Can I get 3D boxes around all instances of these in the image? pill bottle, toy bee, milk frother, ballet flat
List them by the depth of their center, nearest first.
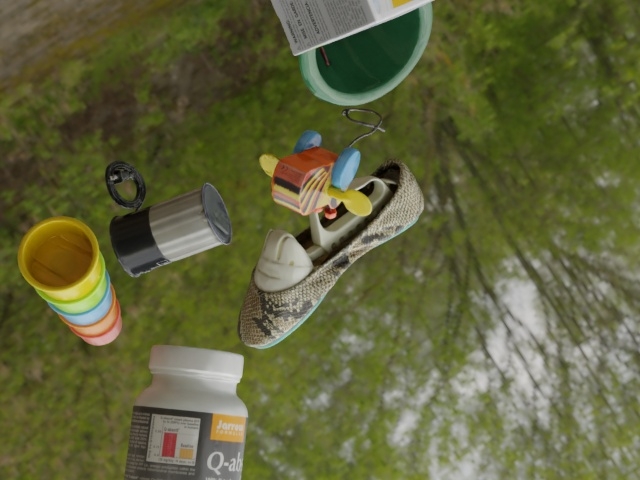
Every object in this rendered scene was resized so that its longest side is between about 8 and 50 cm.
[{"bbox_3d":[-0.199,-0.046,1.435,0.135,0.143,0.129,-19,-165,13],"label":"milk frother"},{"bbox_3d":[-0.187,0.291,1.556,0.162,0.278,0.162,6,171,1],"label":"pill bottle"},{"bbox_3d":[0.013,-0.093,1.834,0.298,0.195,0.162,-16,131,-41],"label":"toy bee"},{"bbox_3d":[0.000,0.000,2.197,0.483,0.182,0.164,-39,-137,-17],"label":"ballet flat"}]

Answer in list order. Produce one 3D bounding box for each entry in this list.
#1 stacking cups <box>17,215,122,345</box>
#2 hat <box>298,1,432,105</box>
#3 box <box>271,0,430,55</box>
[{"bbox_3d":[-0.304,0.063,1.448,0.096,0.096,0.316,-35,165,-10],"label":"stacking cups"},{"bbox_3d":[0.008,-0.286,1.291,0.173,0.208,0.183,-30,-129,-10],"label":"hat"},{"bbox_3d":[0.049,-0.264,1.060,0.103,0.114,0.203,-14,-166,41],"label":"box"}]
